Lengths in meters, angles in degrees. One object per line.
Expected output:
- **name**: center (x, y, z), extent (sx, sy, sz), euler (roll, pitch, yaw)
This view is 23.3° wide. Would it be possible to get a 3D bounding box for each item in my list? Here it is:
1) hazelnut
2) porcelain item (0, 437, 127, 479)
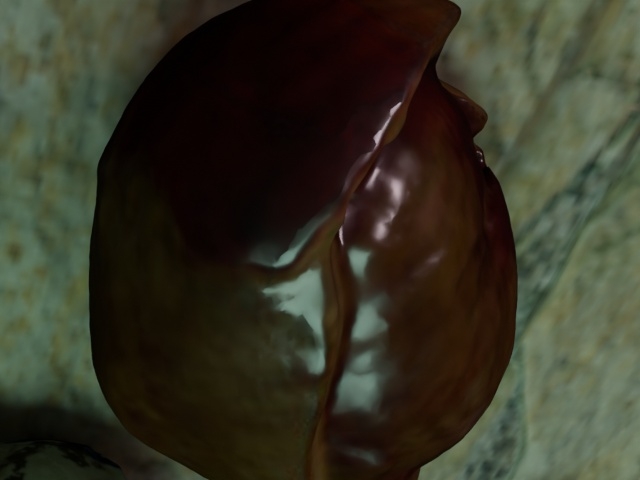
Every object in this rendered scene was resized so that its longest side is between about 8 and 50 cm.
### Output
- **hazelnut**: center (-0.002, 0.006, 0.545), extent (0.161, 0.170, 0.201), euler (9, 142, -14)
- **porcelain item**: center (-0.196, 0.185, 0.744), extent (0.288, 0.138, 0.186), euler (-20, 149, 8)
